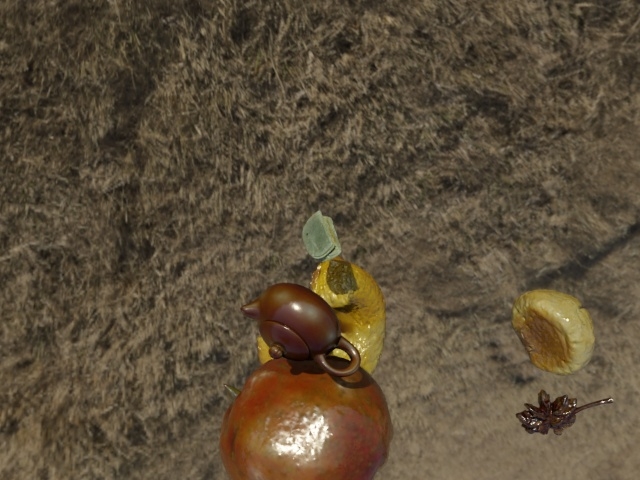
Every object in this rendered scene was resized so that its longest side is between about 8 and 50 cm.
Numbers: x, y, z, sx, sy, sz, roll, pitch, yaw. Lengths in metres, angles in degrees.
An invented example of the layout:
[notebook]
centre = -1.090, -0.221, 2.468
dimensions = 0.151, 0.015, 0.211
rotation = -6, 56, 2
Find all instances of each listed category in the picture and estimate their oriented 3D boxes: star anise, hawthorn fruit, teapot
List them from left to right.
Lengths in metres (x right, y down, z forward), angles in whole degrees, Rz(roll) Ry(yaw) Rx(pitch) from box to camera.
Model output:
[hawthorn fruit]
centre = -0.050, 0.426, 1.355
dimensions = 0.402, 0.403, 0.403
rotation = -10, 132, -11
[teapot]
centre = -0.038, 0.184, 1.169
dimensions = 0.252, 0.135, 0.178
rotation = 34, 151, 7
[star anise]
centre = 0.633, 0.449, 1.610
dimensions = 0.177, 0.073, 0.234
rotation = 34, 114, -27

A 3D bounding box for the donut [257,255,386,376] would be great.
[donut]
centre = 0.048, 0.279, 1.759
dimensions = 0.435, 0.163, 0.378
rotation = -56, 129, -21

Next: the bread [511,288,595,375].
[bread]
centre = 0.626, 0.237, 1.625
dimensions = 0.134, 0.244, 0.245
rotation = -31, 139, -28

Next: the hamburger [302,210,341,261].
[hamburger]
centre = -0.003, 0.000, 1.474
dimensions = 0.084, 0.121, 0.054
rotation = -36, 152, 25
